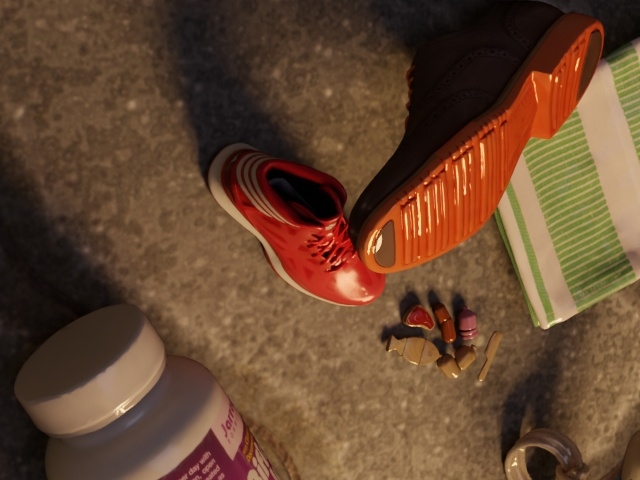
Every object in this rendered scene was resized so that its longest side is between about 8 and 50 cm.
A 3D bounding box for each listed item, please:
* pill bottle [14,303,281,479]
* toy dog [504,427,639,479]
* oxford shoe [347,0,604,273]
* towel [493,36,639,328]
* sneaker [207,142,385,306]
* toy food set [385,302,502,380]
[{"bbox_3d":[-0.133,0.208,1.128,0.169,0.169,0.301,-39,117,-19],"label":"pill bottle"},{"bbox_3d":[0.306,0.370,1.369,0.161,0.220,0.333,-47,130,-66],"label":"toy dog"},{"bbox_3d":[0.123,-0.106,1.222,0.364,0.133,0.130,-44,149,-33],"label":"oxford shoe"},{"bbox_3d":[0.330,-0.077,1.364,0.325,0.038,0.248,-27,109,-10],"label":"towel"},{"bbox_3d":[0.000,0.000,1.191,0.221,0.128,0.087,37,81,-29],"label":"sneaker"},{"bbox_3d":[0.128,0.099,1.351,0.122,0.019,0.078,25,86,-24],"label":"toy food set"}]
